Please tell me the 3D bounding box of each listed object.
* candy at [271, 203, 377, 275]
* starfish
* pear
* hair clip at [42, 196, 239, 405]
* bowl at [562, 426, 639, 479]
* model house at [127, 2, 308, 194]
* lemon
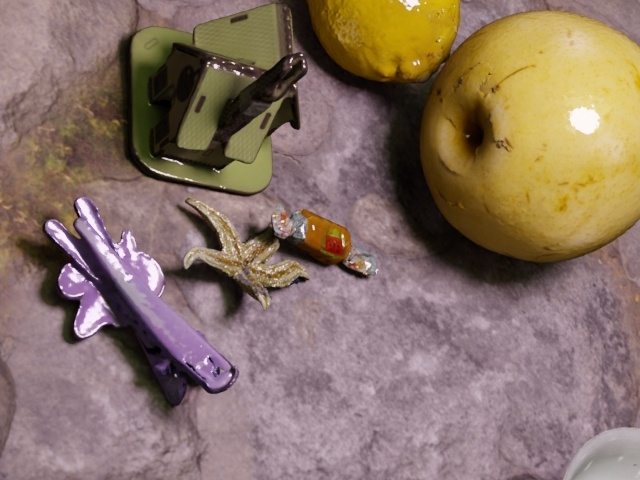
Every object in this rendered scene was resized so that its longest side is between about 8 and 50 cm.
[{"bbox_3d":[0.000,0.000,1.854,0.182,0.046,0.053,27,62,-37],"label":"candy"},{"bbox_3d":[-0.100,0.010,1.782,0.176,0.053,0.208,50,26,8],"label":"starfish"},{"bbox_3d":[0.294,-0.137,1.942,0.348,0.348,0.348,15,58,-26],"label":"pear"},{"bbox_3d":[-0.211,0.082,1.664,0.278,0.090,0.137,46,63,6],"label":"hair clip"},{"bbox_3d":[0.377,0.404,1.828,0.313,0.146,0.313,15,58,-25],"label":"bowl"},{"bbox_3d":[-0.086,-0.213,1.771,0.204,0.278,0.218,9,62,-31],"label":"model house"},{"bbox_3d":[0.084,-0.324,1.990,0.204,0.204,0.260,-14,69,-37],"label":"lemon"}]
